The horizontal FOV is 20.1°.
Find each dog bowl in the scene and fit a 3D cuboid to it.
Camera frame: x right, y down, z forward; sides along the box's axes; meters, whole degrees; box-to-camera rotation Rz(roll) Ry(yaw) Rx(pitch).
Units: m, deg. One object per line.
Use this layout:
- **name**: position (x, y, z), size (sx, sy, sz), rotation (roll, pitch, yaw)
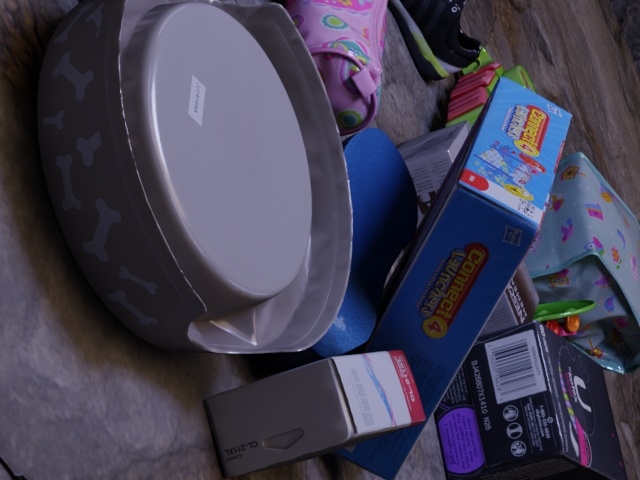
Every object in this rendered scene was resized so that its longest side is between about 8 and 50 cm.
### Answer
- **dog bowl**: position (-0.101, -0.067, 1.483), size (0.349, 0.102, 0.349), rotation (39, 43, -49)

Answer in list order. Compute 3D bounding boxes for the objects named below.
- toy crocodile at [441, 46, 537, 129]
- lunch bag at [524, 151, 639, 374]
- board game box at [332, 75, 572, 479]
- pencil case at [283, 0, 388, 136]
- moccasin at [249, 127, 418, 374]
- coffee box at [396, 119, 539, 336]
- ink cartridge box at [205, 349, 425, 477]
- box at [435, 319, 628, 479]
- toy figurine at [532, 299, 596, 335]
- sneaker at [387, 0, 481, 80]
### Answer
- **toy crocodile**: position (0.214, -0.176, 2.408), size (0.105, 0.115, 0.340), rotation (60, 21, -16)
- **lunch bag**: position (0.387, 0.043, 2.601), size (0.262, 0.160, 0.223), rotation (48, 30, -37)
- **board game box**: position (0.124, 0.031, 1.761), size (0.086, 0.308, 0.302), rotation (28, 27, 1)
- **pencil case**: position (0.019, -0.235, 1.952), size (0.124, 0.124, 0.284), rotation (59, 25, -32)
- **moccasin**: position (0.000, 0.000, 1.724), size (0.138, 0.117, 0.342), rotation (54, 30, -14)
- **coffee box**: position (0.167, -0.002, 2.159), size (0.246, 0.098, 0.141), rotation (67, 21, -11)
- **ink cartridge box**: position (-0.002, 0.147, 1.565), size (0.175, 0.127, 0.072), rotation (5, 68, -68)
- **box**: position (0.248, 0.213, 2.123), size (0.270, 0.143, 0.165), rotation (31, 45, -61)
- **toy figurine**: position (0.295, 0.171, 2.354), size (0.173, 0.130, 0.159), rotation (-13, 95, -48)
- **sneaker**: position (0.145, -0.320, 2.368), size (0.235, 0.097, 0.084), rotation (61, 23, -27)
